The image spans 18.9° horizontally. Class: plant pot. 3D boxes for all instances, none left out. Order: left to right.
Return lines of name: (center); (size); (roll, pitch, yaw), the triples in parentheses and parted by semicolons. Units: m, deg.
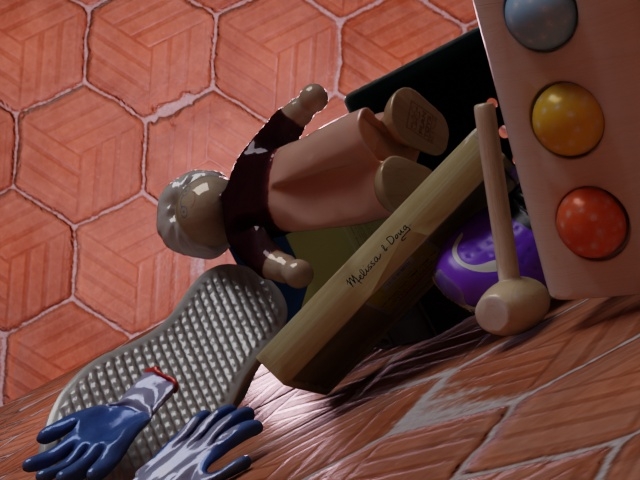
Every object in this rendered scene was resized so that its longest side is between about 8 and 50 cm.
plant pot: (0.159, -0.107, 1.926); (0.165, 0.166, 0.234); (-26, -3, 18)

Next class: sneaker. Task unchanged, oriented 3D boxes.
sneaker: (-0.151, 0.167, 1.819); (0.366, 0.135, 0.150); (-40, -19, -51)
sneaker: (0.213, -0.052, 1.617); (0.293, 0.102, 0.146); (-29, -40, -26)

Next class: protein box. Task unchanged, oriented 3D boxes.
protein box: (0.000, 0.000, 2.202); (0.136, 0.200, 0.201); (-26, 4, 20)

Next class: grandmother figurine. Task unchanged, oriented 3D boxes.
grandmother figurine: (-0.031, -0.054, 1.826); (0.342, 0.104, 0.208); (-17, 47, 44)

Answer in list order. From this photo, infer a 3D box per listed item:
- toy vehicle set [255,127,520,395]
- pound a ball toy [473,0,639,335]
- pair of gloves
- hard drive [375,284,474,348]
toy vehicle set: (0.067, 0.024, 1.664); (0.267, 0.035, 0.166); (-46, -14, 3)
pound a ball toy: (0.171, -0.074, 1.430); (0.208, 0.319, 0.136); (-6, 15, 34)
pair of gloves: (-0.147, 0.170, 1.608); (0.198, 0.023, 0.159); (18, 46, 42)
hard drive: (0.181, 0.005, 1.917); (0.339, 0.064, 0.237); (-29, 4, -23)
